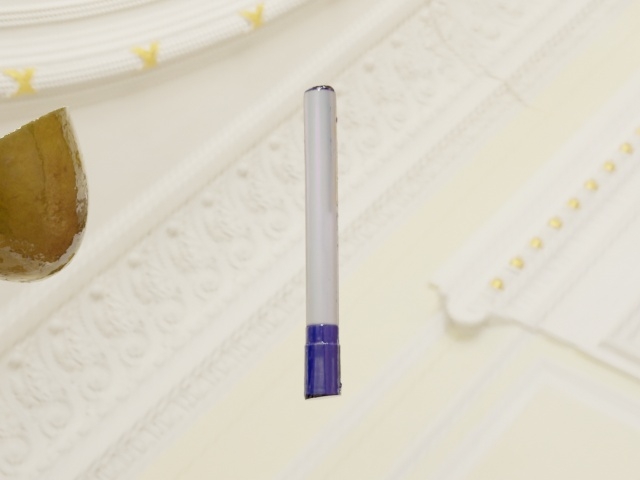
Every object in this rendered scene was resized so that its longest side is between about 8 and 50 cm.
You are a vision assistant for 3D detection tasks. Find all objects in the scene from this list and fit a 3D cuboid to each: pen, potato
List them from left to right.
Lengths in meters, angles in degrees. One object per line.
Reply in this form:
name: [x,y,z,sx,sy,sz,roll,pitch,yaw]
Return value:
potato: [-0.326,-0.030,1.293,0.178,0.203,0.158,-62,-52,-78]
pen: [0.001,0.000,1.020,0.033,0.033,0.269,15,-109,-54]
